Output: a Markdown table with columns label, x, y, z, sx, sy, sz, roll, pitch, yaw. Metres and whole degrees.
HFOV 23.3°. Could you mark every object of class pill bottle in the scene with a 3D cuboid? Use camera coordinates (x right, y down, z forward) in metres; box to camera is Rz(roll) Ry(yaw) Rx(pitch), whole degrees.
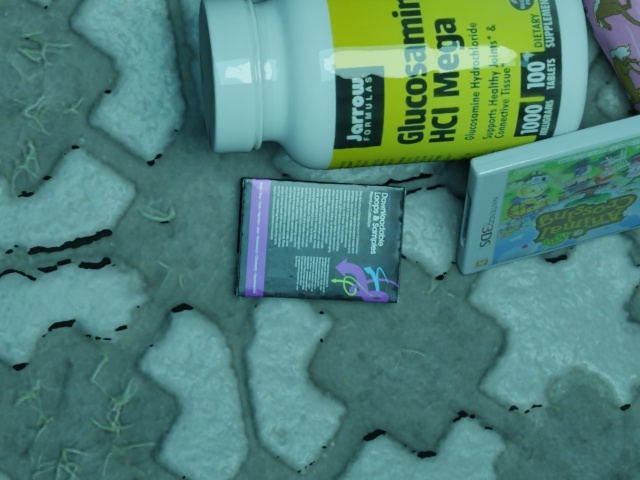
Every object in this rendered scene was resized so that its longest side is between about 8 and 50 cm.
| label | x | y | z | sx | sy | sz | roll | pitch | yaw |
| --- | --- | --- | --- | --- | --- | --- | --- | --- | --- |
| pill bottle | 0.061 | -0.162 | 1.421 | 0.334 | 0.188 | 0.188 | -5 | 96 | -8 |

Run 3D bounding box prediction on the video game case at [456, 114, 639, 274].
| label | x | y | z | sx | sy | sz | roll | pitch | yaw |
| --- | --- | --- | --- | --- | --- | --- | --- | --- | --- |
| video game case | 0.238 | -0.045 | 1.470 | 0.212 | 0.193 | 0.023 | -15 | 62 | -8 |

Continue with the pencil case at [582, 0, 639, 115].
| label | x | y | z | sx | sy | sz | roll | pitch | yaw |
| --- | --- | --- | --- | --- | --- | --- | --- | --- | --- |
| pencil case | 0.360 | -0.208 | 1.483 | 0.167 | 0.160 | 0.386 | -40 | 101 | -38 |

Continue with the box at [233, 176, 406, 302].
| label | x | y | z | sx | sy | sz | roll | pitch | yaw |
| --- | --- | --- | --- | --- | --- | --- | --- | --- | --- |
| box | 0.000 | 0.000 | 1.507 | 0.162 | 0.029 | 0.116 | 4 | 95 | -8 |
